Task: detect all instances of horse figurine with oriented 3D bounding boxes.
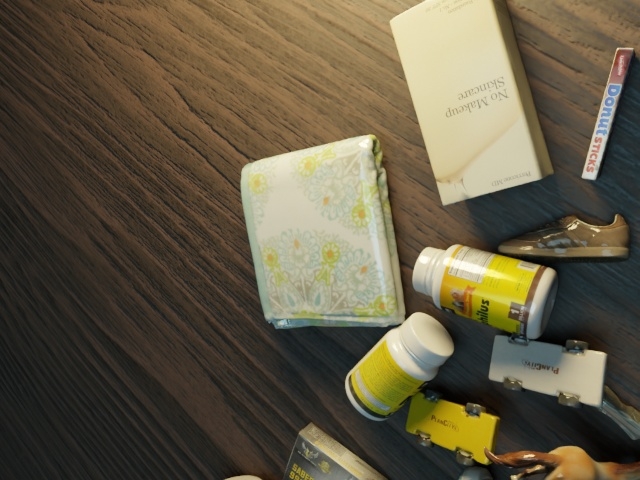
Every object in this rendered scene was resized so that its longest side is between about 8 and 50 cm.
[{"bbox_3d":[0.388,0.367,0.769,0.263,0.066,0.174,23,131,-18],"label":"horse figurine"}]

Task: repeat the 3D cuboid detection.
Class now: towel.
[{"bbox_3d":[0.000,0.000,1.014,0.321,0.090,0.374,-6,97,31],"label":"towel"}]

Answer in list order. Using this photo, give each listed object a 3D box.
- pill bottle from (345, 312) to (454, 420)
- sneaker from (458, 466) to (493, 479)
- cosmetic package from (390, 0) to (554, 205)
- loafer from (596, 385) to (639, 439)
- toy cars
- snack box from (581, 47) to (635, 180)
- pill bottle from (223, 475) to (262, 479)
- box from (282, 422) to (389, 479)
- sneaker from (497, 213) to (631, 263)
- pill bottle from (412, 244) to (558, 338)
[{"bbox_3d":[0.149,0.240,0.946,0.119,0.119,0.208,46,122,16],"label":"pill bottle"},{"bbox_3d":[0.257,0.595,0.945,0.150,0.135,0.366,2,101,28],"label":"sneaker"},{"bbox_3d":[0.240,-0.226,0.786,0.160,0.113,0.309,-17,90,35],"label":"cosmetic package"},{"bbox_3d":[0.462,0.269,0.793,0.125,0.045,0.039,39,126,17],"label":"loafer"},{"bbox_3d":[0.317,0.276,0.860,0.393,0.087,0.176,-46,41,30],"label":"toy cars"},{"bbox_3d":[0.412,-0.177,0.710,0.022,0.064,0.178,18,110,31],"label":"snack box"},{"bbox_3d":[-0.185,0.833,1.235,0.229,0.229,0.407,-17,91,35],"label":"pill bottle"},{"bbox_3d":[0.030,0.561,1.136,0.231,0.056,0.183,29,116,25],"label":"box"},{"bbox_3d":[0.381,-0.003,0.784,0.188,0.066,0.071,1,76,35],"label":"sneaker"},{"bbox_3d":[0.269,0.076,0.827,0.215,0.117,0.117,16,109,33],"label":"pill bottle"}]
